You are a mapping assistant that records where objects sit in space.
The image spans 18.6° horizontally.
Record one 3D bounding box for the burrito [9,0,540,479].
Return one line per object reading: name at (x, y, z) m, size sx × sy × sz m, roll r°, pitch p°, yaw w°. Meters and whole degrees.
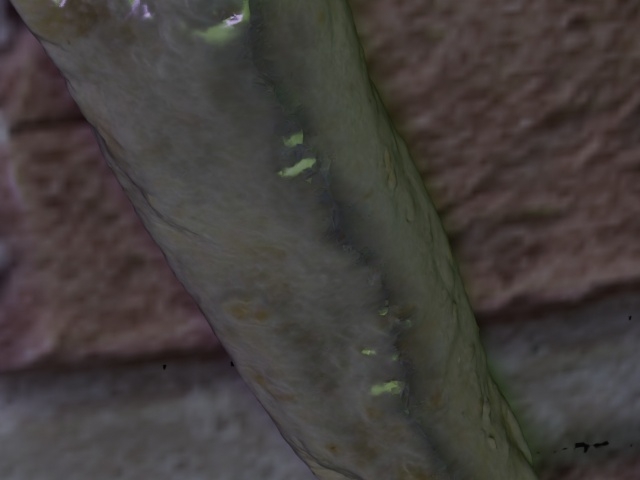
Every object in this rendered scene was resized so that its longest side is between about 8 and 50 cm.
burrito at (0.000, 0.000, 0.548) m, size 0.082 × 0.059 × 0.275 m, roll -27°, pitch 123°, yaw 2°
